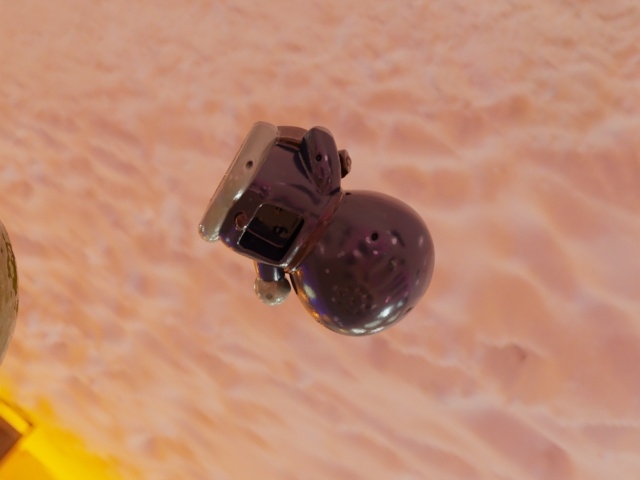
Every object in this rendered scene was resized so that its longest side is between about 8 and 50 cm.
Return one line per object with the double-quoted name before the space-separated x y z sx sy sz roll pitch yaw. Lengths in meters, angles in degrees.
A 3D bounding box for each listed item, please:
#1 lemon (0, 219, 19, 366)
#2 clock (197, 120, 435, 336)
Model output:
"lemon" -0.260 0.018 0.735 0.184 0.184 0.248 26 169 31
"clock" 0.000 0.000 1.478 0.243 0.146 0.199 31 116 -6
